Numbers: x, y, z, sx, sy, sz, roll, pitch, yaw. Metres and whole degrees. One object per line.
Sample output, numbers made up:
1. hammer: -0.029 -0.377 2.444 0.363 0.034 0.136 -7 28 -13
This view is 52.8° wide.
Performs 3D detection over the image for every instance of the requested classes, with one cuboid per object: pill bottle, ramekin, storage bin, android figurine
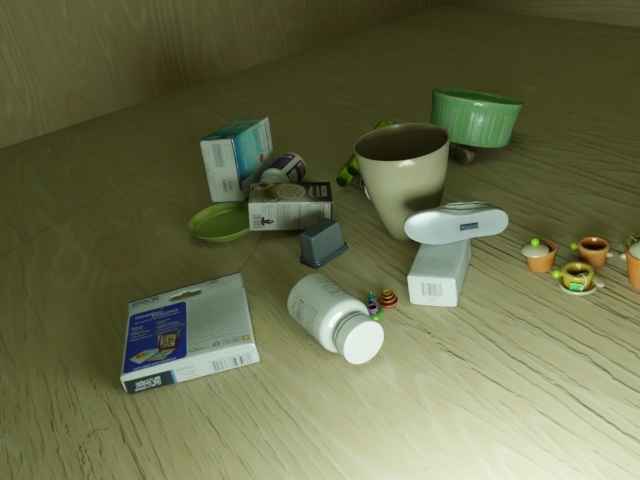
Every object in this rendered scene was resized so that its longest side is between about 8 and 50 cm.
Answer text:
1. pill bottle: -0.133 -0.209 2.159 0.108 0.108 0.193 5 34 26
2. pill bottle: 0.034 0.174 1.433 0.131 0.131 0.229 -25 33 -22
3. ramekin: 0.515 -0.415 2.177 0.304 0.148 0.303 6 20 -2
4. storage bin: 0.000 0.000 1.779 0.135 0.091 0.098 -32 36 -33
5. android figurine: 0.152 -0.292 2.108 0.273 0.056 0.248 -54 7 -33

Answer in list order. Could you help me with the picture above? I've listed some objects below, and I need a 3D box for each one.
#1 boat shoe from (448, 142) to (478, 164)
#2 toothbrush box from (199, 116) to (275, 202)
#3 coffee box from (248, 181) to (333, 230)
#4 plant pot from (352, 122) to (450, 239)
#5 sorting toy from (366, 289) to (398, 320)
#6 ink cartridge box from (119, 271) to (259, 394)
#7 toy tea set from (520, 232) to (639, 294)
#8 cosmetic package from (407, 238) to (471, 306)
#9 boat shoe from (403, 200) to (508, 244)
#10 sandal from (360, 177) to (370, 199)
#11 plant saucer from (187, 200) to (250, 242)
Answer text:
1. boat shoe: 0.458 -0.308 2.180 0.060 0.064 0.178 -20 37 -25
2. toothbrush box: -0.269 -0.277 2.179 0.126 0.216 0.295 0 23 19
3. coffee box: -0.089 -0.104 1.939 0.247 0.098 0.141 -1 31 -3
4. plant pot: 0.233 -0.147 1.766 0.257 0.274 0.256 -8 30 5
5. sorting toy: 0.137 0.146 1.532 0.102 0.042 0.061 -33 36 -32
6. ink cartridge box: -0.315 0.215 1.549 0.304 0.072 0.307 -15 28 -4
7. toy tea set: 0.641 0.025 1.486 0.336 0.124 0.200 -5 31 10
8. cosmetic package: 0.297 0.061 1.586 0.117 0.085 0.231 3 31 23
9. boat shoe: 0.330 -0.049 1.604 0.258 0.095 0.084 -1 25 -5
10. sandal: 0.180 -0.200 2.059 0.076 0.102 0.265 2 27 29
11. plant saucer: -0.295 -0.055 2.023 0.241 0.037 0.241 -7 30 4
